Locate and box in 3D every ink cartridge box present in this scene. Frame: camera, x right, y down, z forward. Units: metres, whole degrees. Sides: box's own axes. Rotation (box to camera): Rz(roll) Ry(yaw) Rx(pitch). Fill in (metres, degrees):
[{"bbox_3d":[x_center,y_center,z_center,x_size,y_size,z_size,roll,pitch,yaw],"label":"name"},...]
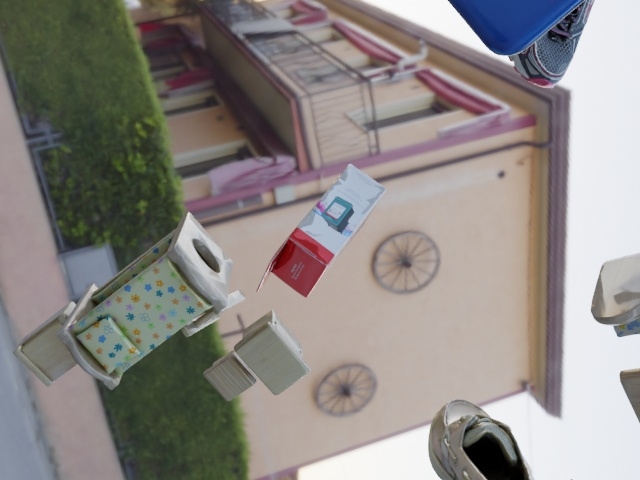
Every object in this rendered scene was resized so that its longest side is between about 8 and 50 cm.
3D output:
[{"bbox_3d":[0.000,0.000,1.164,0.078,0.231,0.134,36,-30,4],"label":"ink cartridge box"}]

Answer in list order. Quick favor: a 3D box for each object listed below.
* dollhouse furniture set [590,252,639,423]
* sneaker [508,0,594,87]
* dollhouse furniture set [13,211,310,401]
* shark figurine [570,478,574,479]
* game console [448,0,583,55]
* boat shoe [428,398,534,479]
[{"bbox_3d":[0.558,0.194,0.823,0.394,0.256,0.362,-18,-70,37],"label":"dollhouse furniture set"},{"bbox_3d":[0.360,-0.374,1.058,0.112,0.121,0.299,15,-89,66],"label":"sneaker"},{"bbox_3d":[-0.127,0.104,0.568,0.161,0.182,0.101,51,9,-17],"label":"dollhouse furniture set"},{"bbox_3d":[0.527,0.469,1.174,0.278,0.166,0.116,135,-22,-78],"label":"shark figurine"},{"bbox_3d":[0.235,-0.342,0.708,0.173,0.293,0.250,49,18,-7],"label":"game console"},{"bbox_3d":[0.194,0.254,0.838,0.302,0.109,0.098,-80,180,-75],"label":"boat shoe"}]
